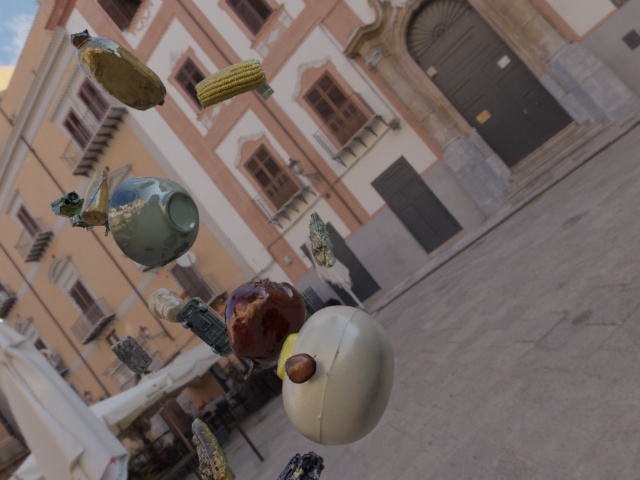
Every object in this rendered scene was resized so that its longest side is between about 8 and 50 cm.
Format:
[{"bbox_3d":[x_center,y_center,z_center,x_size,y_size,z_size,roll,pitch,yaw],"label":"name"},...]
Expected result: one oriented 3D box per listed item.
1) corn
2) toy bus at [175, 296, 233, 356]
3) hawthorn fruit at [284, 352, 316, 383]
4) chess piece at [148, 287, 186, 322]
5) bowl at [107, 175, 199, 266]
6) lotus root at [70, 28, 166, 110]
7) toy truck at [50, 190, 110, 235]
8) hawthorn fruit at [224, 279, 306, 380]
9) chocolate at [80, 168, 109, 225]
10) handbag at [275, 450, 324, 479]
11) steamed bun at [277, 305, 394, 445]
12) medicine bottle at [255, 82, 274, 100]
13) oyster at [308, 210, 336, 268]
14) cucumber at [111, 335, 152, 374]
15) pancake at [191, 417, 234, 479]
[{"bbox_3d":[-0.208,-0.363,0.979,0.166,0.084,0.063,-24,-23,2],"label":"corn"},{"bbox_3d":[-0.438,0.343,1.700,0.121,0.265,0.120,-48,7,-2],"label":"toy bus"},{"bbox_3d":[-0.047,0.308,1.022,0.077,0.077,0.077,-39,-5,-4],"label":"hawthorn fruit"},{"bbox_3d":[-0.661,0.298,1.877,0.143,0.142,0.261,-36,23,-27],"label":"chess piece"},{"bbox_3d":[-0.465,-0.070,1.278,0.146,0.288,0.289,-12,10,30],"label":"bowl"},{"bbox_3d":[-0.590,-0.489,1.238,0.160,0.284,0.146,3,57,54],"label":"lotus root"},{"bbox_3d":[-0.890,-0.097,1.649,0.129,0.135,0.260,-13,-20,37],"label":"toy truck"},{"bbox_3d":[-0.189,0.293,1.522,0.309,0.324,0.308,-18,4,1],"label":"hawthorn fruit"},{"bbox_3d":[-0.755,-0.154,1.433,0.086,0.219,0.085,-10,-37,-7],"label":"chocolate"},{"bbox_3d":[-0.089,0.741,1.244,0.260,0.113,0.162,-54,-15,-21],"label":"handbag"},{"bbox_3d":[0.051,0.371,1.187,0.334,0.334,0.373,124,166,-73],"label":"steamed bun"},{"bbox_3d":[-0.198,-0.512,1.413,0.047,0.083,0.047,-44,12,11],"label":"medicine bottle"},{"bbox_3d":[0.000,0.000,1.173,0.064,0.177,0.125,-13,-13,1],"label":"oyster"},{"bbox_3d":[-0.515,0.316,1.163,0.064,0.112,0.064,-40,2,2],"label":"cucumber"},{"bbox_3d":[-0.392,0.857,1.541,0.067,0.426,0.305,-9,-24,-38],"label":"pancake"}]
